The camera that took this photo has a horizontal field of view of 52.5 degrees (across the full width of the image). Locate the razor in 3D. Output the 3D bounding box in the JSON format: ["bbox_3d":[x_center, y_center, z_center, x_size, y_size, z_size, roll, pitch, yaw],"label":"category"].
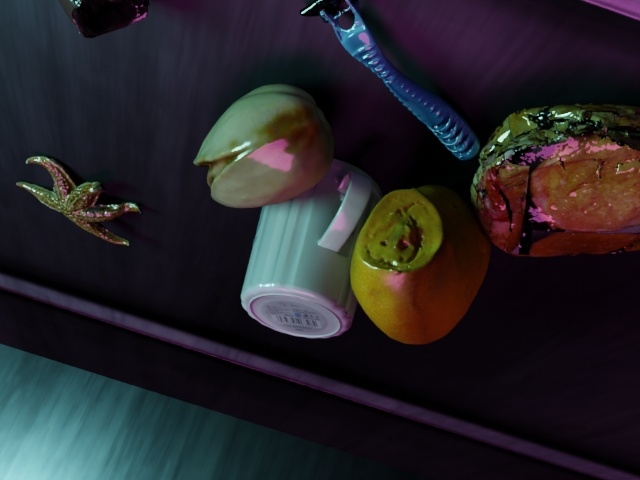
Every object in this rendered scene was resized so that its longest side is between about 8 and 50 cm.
[{"bbox_3d":[0.088,-0.166,0.683,0.082,0.042,0.253,-16,138,42],"label":"razor"}]

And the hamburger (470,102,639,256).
[{"bbox_3d":[0.276,-0.064,0.698,0.231,0.106,0.231,12,147,8],"label":"hamburger"}]

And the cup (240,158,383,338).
[{"bbox_3d":[-0.015,0.000,0.853,0.167,0.202,0.221,7,149,12],"label":"cup"}]

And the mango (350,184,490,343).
[{"bbox_3d":[0.118,0.028,0.764,0.144,0.187,0.359,12,-171,19],"label":"mango"}]

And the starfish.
[{"bbox_3d":[-0.417,-0.061,1.106,0.238,0.057,0.213,5,141,19],"label":"starfish"}]

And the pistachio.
[{"bbox_3d":[-0.069,-0.105,0.770,0.144,0.144,0.215,32,145,-26],"label":"pistachio"}]

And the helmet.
[{"bbox_3d":[-0.216,-0.261,0.635,0.070,0.098,0.123,49,145,7],"label":"helmet"}]
